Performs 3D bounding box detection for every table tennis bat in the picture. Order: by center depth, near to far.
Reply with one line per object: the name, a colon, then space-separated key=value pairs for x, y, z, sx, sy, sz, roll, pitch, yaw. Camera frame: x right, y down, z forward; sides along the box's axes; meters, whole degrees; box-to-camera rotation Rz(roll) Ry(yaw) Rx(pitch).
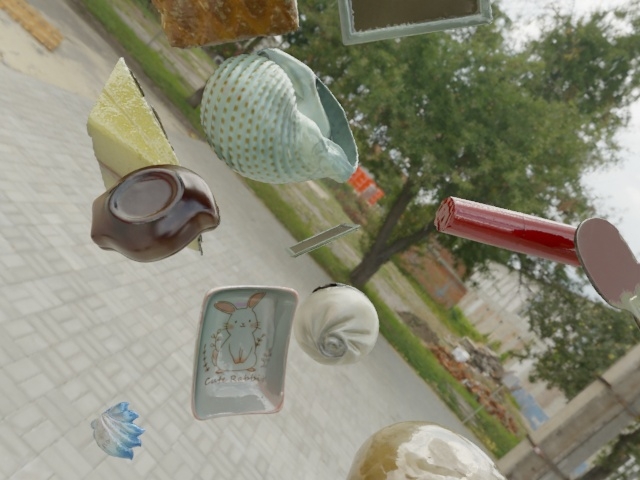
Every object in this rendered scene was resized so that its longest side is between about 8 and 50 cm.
table tennis bat: x=0.474 y=0.070 z=0.914 sx=0.022 sy=0.131 sz=0.234 roll=-38 pitch=-105 yaw=55

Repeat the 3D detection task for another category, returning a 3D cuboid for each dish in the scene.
dish: x=-0.127 y=0.165 z=0.916 sx=0.151 sy=0.212 sz=0.077 roll=3 pitch=12 yaw=-26

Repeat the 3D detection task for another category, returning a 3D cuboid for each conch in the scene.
conch: x=-0.086 y=-0.222 z=1.170 sx=0.319 sy=0.215 sz=0.303 roll=54 pitch=35 yaw=-6

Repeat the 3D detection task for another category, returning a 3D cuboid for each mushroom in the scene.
mushroom: x=0.163 y=0.464 z=0.952 sx=0.293 sy=0.289 sz=0.292 roll=8 pitch=25 yaw=-4

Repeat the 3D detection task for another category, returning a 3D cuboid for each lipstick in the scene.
lipstick: x=0.339 y=-0.015 z=1.016 sx=0.280 sy=0.073 sz=0.073 roll=13 pitch=16 yaw=-13

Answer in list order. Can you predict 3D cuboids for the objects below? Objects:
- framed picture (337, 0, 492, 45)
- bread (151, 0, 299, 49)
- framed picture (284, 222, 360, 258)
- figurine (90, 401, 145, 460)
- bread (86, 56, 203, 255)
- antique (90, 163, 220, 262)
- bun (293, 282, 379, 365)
framed picture: x=0.127 y=-0.455 z=0.870 sx=0.018 sy=0.231 sz=0.292 roll=-66 pitch=150 yaw=-77
bread: x=-0.198 y=-0.553 z=1.144 sx=0.279 sy=0.279 sz=0.206 roll=71 pitch=14 yaw=-55
framed picture: x=0.000 y=0.000 z=1.879 sx=0.296 sy=0.233 sz=0.019 roll=-152 pitch=-142 yaw=-83
figurine: x=-0.381 y=0.368 z=1.109 sx=0.114 sy=0.114 sz=0.079 roll=47 pitch=10 yaw=1
bread: x=-0.411 y=-0.199 z=1.545 sx=0.405 sy=0.242 sz=0.346 roll=30 pitch=-27 yaw=-8
antique: x=-0.361 y=-0.062 z=1.271 sx=0.129 sy=0.279 sz=0.223 roll=82 pitch=3 yaw=-61
bun: x=0.031 y=0.181 z=1.163 sx=0.173 sy=0.173 sz=0.119 roll=45 pitch=19 yaw=-16
